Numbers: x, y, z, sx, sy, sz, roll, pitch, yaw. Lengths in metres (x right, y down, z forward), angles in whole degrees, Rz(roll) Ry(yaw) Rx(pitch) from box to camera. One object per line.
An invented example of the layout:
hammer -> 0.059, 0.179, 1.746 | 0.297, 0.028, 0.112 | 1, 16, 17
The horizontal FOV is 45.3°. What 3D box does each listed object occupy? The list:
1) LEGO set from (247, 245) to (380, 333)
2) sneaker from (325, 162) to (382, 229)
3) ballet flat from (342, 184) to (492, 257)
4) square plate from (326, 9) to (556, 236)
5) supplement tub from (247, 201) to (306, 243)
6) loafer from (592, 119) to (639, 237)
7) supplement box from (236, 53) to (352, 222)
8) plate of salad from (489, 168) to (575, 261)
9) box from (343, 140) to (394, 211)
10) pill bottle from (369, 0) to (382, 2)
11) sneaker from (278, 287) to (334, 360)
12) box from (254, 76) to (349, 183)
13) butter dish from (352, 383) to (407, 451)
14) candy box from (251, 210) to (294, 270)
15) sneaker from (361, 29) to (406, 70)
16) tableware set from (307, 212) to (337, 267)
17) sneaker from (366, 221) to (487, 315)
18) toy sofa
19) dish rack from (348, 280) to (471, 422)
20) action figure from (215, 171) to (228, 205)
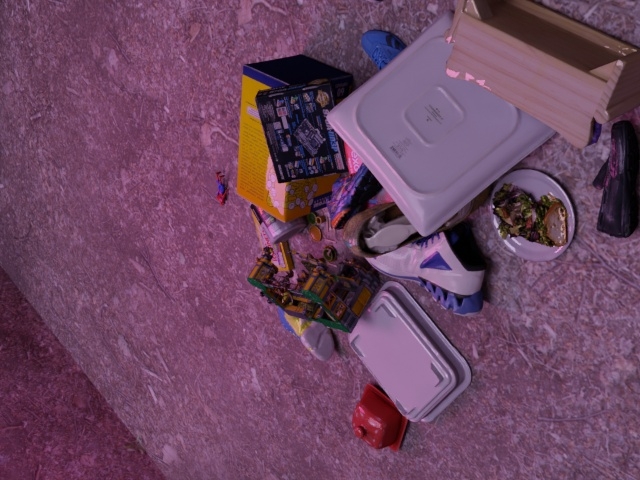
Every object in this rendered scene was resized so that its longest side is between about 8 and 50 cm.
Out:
LEGO set -> -0.010, 0.091, 2.002 | 0.255, 0.192, 0.331 | 43, 157, -29
sneaker -> 0.068, -0.117, 1.697 | 0.087, 0.083, 0.221 | 58, 136, 23
ballet flat -> 0.214, -0.054, 1.611 | 0.123, 0.349, 0.123 | -23, -90, -89
square plate -> 0.234, -0.244, 1.551 | 0.344, 0.049, 0.347 | -40, 73, 7
supplement tub -> -0.131, -0.096, 2.135 | 0.190, 0.117, 0.117 | 59, 140, 9
loafer -> 0.539, -0.111, 1.409 | 0.078, 0.076, 0.223 | 10, 118, 37
supplement box -> -0.071, -0.260, 1.932 | 0.195, 0.194, 0.356 | 31, 129, 36
plate of salad -> 0.429, -0.048, 1.585 | 0.200, 0.048, 0.199 | 24, 124, 40
box -> 0.164, -0.175, 1.743 | 0.142, 0.154, 0.300 | 3, 108, 47
pill bottle -> 0.131, -0.580, 1.660 | 0.065, 0.065, 0.116 | 50, 137, 20
sneaker -> -0.046, 0.251, 2.242 | 0.240, 0.091, 0.126 | 58, 158, 10
box -> -0.038, -0.248, 1.753 | 0.175, 0.051, 0.220 | -9, 118, 11
butter dish -> 0.141, 0.504, 2.104 | 0.160, 0.118, 0.160 | 36, 130, 33
candy box -> -0.143, -0.010, 2.258 | 0.105, 0.027, 0.206 | -4, 104, 51
sneaker -> 0.152, -0.403, 1.707 | 0.209, 0.082, 0.069 | 46, 137, 27
tableware set -> 0.000, 0.000, 2.105 | 0.104, 0.024, 0.154 | 17, 120, 43
sneaker -> 0.259, 0.020, 1.761 | 0.315, 0.127, 0.182 | 30, 124, 28
toy sofa -> 0.410, -0.333, 1.396 | 0.362, 0.150, 0.177 | 38, 137, 31
dish rack -> 0.207, 0.300, 1.976 | 0.333, 0.072, 0.285 | 52, 139, 20
action figure -> -0.306, -0.157, 2.372 | 0.038, 0.030, 0.115 | 40, 138, 37
